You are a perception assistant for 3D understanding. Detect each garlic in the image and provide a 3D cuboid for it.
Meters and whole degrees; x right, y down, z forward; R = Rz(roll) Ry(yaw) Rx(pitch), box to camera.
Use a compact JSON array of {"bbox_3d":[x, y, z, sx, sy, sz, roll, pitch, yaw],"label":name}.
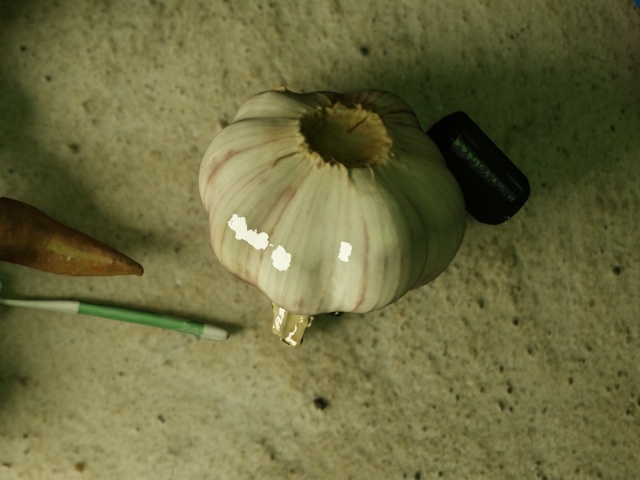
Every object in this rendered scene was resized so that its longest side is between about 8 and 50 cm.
[{"bbox_3d":[0.000,0.000,0.778,0.245,0.245,0.253,0,130,-18],"label":"garlic"}]

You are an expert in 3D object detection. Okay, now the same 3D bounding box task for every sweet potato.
[{"bbox_3d":[-0.291,-0.015,0.716,0.281,0.067,0.059,19,54,-36],"label":"sweet potato"}]

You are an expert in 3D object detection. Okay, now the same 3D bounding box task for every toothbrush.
[{"bbox_3d":[-0.210,0.067,0.788,0.257,0.018,0.024,13,83,-18],"label":"toothbrush"}]

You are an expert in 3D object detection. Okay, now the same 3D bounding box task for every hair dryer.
[{"bbox_3d":[0.105,-0.006,0.863,0.114,0.070,0.248,41,85,-16],"label":"hair dryer"}]

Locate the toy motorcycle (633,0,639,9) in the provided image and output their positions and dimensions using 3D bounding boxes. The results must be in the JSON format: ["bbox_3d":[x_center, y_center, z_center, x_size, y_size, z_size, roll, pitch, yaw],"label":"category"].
[{"bbox_3d":[0.436,-0.250,0.896,0.191,0.200,0.326,-41,116,-12],"label":"toy motorcycle"}]
